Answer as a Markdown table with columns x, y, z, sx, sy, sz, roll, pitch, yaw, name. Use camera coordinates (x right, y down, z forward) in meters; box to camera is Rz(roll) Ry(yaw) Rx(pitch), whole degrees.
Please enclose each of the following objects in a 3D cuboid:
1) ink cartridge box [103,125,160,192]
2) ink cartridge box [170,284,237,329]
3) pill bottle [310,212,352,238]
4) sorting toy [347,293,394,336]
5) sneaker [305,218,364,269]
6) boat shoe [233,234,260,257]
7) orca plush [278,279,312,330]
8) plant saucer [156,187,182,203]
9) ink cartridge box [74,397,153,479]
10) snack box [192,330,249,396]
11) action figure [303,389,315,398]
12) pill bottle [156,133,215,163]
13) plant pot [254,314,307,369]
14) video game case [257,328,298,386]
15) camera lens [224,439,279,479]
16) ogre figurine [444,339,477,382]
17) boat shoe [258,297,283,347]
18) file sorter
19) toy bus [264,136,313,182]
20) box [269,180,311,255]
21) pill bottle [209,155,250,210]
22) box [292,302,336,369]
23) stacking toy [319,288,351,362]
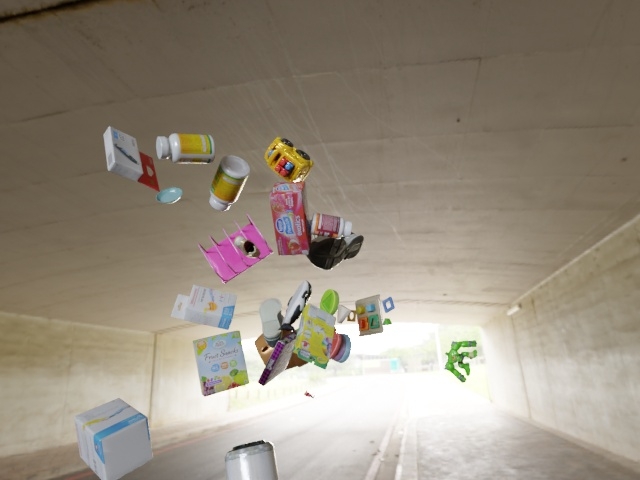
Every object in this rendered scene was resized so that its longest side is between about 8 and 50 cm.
| x | y | z | sx | sy | sz | roll | pitch | yaw | name |
| --- | --- | --- | --- | --- | --- | --- | --- | --- | --- |
| -0.888 | -0.389 | 2.032 | 0.066 | 0.296 | 0.261 | -44 | -40 | 19 | ink cartridge box |
| -0.365 | 0.206 | 1.342 | 0.181 | 0.104 | 0.061 | 16 | -55 | -13 | ink cartridge box |
| 0.040 | -0.053 | 1.631 | 0.152 | 0.086 | 0.086 | 9 | -19 | -5 | pill bottle |
| 0.235 | 0.380 | 2.138 | 0.047 | 0.195 | 0.348 | 11 | -23 | -35 | sorting toy |
| 0.000 | 0.001 | 2.021 | 0.258 | 0.169 | 0.448 | 29 | 18 | 25 | sneaker |
| -0.293 | 0.036 | 1.761 | 0.059 | 0.063 | 0.170 | 22 | -11 | 31 | boat shoe |
| -0.084 | 0.313 | 1.933 | 0.102 | 0.287 | 0.151 | 38 | -59 | -13 | orca plush |
| -0.694 | -0.202 | 1.958 | 0.120 | 0.119 | 0.021 | -4 | -50 | 2 | plant saucer |
| -0.870 | 0.827 | 1.781 | 0.270 | 0.198 | 0.197 | 6 | 13 | 40 | ink cartridge box |
| -0.377 | 0.461 | 1.607 | 0.175 | 0.207 | 0.070 | -9 | -8 | -27 | snack box |
| -0.051 | 0.683 | 1.884 | 0.038 | 0.030 | 0.115 | 18 | -17 | 18 | action figure |
| -0.539 | -0.367 | 1.698 | 0.209 | 0.117 | 0.118 | -6 | -14 | -32 | pill bottle |
| -0.217 | 0.572 | 2.249 | 0.204 | 0.290 | 0.291 | -30 | -16 | -9 | plant pot |
| -0.176 | 0.525 | 1.926 | 0.042 | 0.232 | 0.210 | 31 | 14 | 17 | video game case |
| -0.291 | 1.023 | 1.831 | 0.220 | 0.274 | 0.219 | -12 | -26 | -6 | camera lens |
| 0.640 | 0.546 | 1.953 | 0.118 | 0.197 | 0.097 | 16 | 17 | -1 | ogre figurine |
| -0.241 | 0.402 | 2.104 | 0.116 | 0.099 | 0.319 | -8 | 27 | -4 | boat shoe |
| -0.417 | 0.032 | 2.068 | 0.291 | 0.202 | 0.182 | -33 | -19 | -9 | file sorter |
| -0.169 | -0.356 | 1.924 | 0.149 | 0.220 | 0.211 | -53 | -4 | 22 | toy bus |
| -0.109 | -0.082 | 1.606 | 0.123 | 0.128 | 0.256 | -2 | -62 | 7 | box |
| -0.424 | -0.254 | 1.936 | 0.137 | 0.136 | 0.245 | 8 | -43 | -30 | pill bottle |
| -0.016 | 0.283 | 1.241 | 0.105 | 0.179 | 0.043 | 31 | -49 | -16 | box |
| 0.077 | 0.390 | 1.939 | 0.131 | 0.279 | 0.309 | 18 | 10 | -26 | stacking toy |
